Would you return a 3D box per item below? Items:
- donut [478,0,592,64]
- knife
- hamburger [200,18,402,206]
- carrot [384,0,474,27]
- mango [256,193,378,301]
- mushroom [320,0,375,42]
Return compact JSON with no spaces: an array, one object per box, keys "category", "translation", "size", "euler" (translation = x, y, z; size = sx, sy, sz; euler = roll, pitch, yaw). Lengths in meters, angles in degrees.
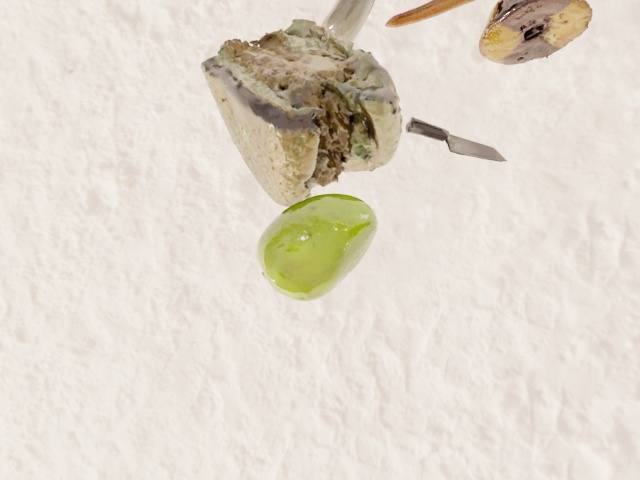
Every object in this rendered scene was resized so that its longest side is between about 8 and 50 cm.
[{"category":"donut","translation":[0.378,-0.393,0.812],"size":[0.166,0.184,0.074],"euler":[7,78,-13]},{"category":"knife","translation":[0.275,-0.189,0.902],"size":[0.230,0.060,0.028],"euler":[13,140,-17]},{"category":"hamburger","translation":[-0.021,-0.145,0.554],"size":[0.167,0.192,0.288],"euler":[-30,48,-11]},{"category":"carrot","translation":[0.213,-0.442,0.865],"size":[0.190,0.037,0.037],"euler":[-16,92,21]},{"category":"mango","translation":[0.000,0.000,0.356],"size":[0.108,0.056,0.073],"euler":[-29,62,-26]},{"category":"mushroom","translation":[0.066,-0.437,0.768],"size":[0.096,0.099,0.278],"euler":[41,123,23]}]
